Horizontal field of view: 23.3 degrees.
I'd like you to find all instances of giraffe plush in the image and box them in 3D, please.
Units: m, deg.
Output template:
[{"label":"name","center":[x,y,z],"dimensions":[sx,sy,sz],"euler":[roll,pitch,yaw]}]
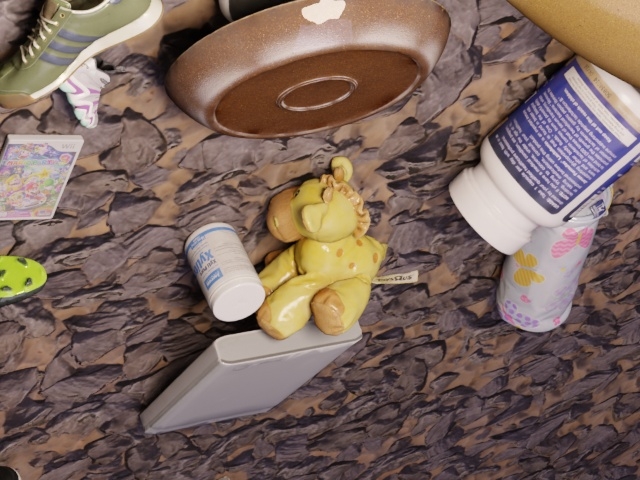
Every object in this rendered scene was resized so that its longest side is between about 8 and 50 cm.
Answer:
[{"label":"giraffe plush","center":[0.000,0.000,1.898],"dimensions":[0.210,0.181,0.170],"euler":[-17,124,0]}]

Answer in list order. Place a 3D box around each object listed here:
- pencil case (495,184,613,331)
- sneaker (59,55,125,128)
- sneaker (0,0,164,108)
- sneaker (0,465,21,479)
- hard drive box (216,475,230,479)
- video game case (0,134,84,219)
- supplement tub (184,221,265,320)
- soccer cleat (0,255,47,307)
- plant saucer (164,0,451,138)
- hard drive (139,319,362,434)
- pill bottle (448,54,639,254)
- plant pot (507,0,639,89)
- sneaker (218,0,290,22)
[{"label":"pencil case","center":[0.324,0.009,2.171],"dimensions":[0.124,0.113,0.273],"euler":[-33,151,-32]},{"label":"sneaker","center":[-0.231,-0.160,1.607],"dimensions":[0.069,0.038,0.098],"euler":[-27,147,-2]},{"label":"sneaker","center":[-0.253,-0.211,1.511],"dimensions":[0.192,0.064,0.086],"euler":[-31,139,1]},{"label":"sneaker","center":[-0.501,0.335,2.016],"dimensions":[0.217,0.079,0.121],"euler":[-21,147,-10]},{"label":"hard drive box","center":[-0.186,0.490,2.444],"dimensions":[0.181,0.089,0.232],"euler":[-26,146,-5]},{"label":"video game case","center":[-0.316,-0.068,1.689],"dimensions":[0.087,0.011,0.122],"euler":[-2,137,-34]},{"label":"supplement tub","center":[-0.117,0.037,1.883],"dimensions":[0.071,0.107,0.071],"euler":[-17,141,-15]},{"label":"soccer cleat","center":[-0.399,0.062,1.765],"dimensions":[0.179,0.060,0.072],"euler":[-14,153,-11]},{"label":"plant saucer","center":[-0.008,-0.173,1.638],"dimensions":[0.311,0.050,0.310],"euler":[-12,165,-3]},{"label":"hard drive","center":[-0.098,0.181,2.058],"dimensions":[0.203,0.040,0.307],"euler":[-8,162,-28]},{"label":"pill bottle","center":[0.298,-0.111,1.957],"dimensions":[0.265,0.153,0.153],"euler":[-42,144,18]},{"label":"plant pot","center":[0.327,-0.290,1.708],"dimensions":[0.254,0.237,0.237],"euler":[11,131,-27]},{"label":"sneaker","center":[0.021,-0.289,1.528],"dimensions":[0.296,0.147,0.105],"euler":[-42,146,21]}]
